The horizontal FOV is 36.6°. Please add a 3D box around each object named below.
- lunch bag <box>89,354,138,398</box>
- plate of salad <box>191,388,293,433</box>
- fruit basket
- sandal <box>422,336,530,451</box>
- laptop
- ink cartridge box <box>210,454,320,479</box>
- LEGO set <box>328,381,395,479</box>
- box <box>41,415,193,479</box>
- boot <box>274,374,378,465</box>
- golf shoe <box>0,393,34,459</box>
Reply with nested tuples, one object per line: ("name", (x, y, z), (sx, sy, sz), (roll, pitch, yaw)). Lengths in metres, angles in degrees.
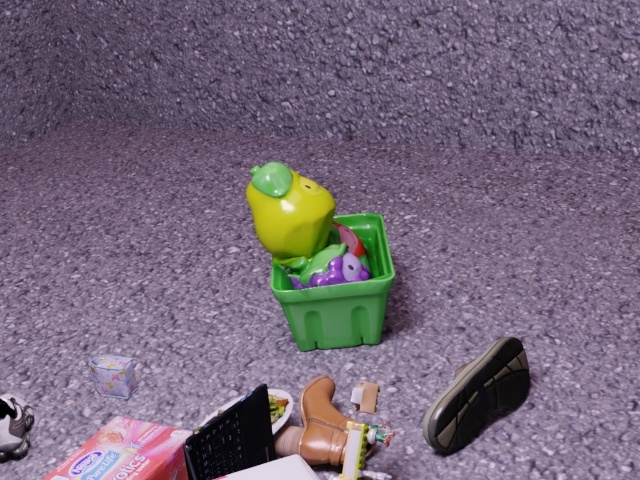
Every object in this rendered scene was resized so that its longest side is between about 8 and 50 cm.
("lunch bag", (-0.399, 0.259, 1.853), (0.083, 0.071, 0.053), (2, 25, 19))
("plate of salad", (-0.141, 0.308, 1.654), (0.199, 0.048, 0.200), (-22, 20, 8))
("fruit basket", (0.000, 0.000, 2.002), (0.282, 0.392, 0.392), (-5, 23, 1))
("sandal", (0.262, 0.253, 1.666), (0.302, 0.120, 0.086), (-26, 16, -39))
("laptop", (-0.101, 0.368, 1.312), (0.136, 0.234, 0.264), (13, 29, 35))
("ink cartridge box", (-0.082, 0.421, 1.121), (0.207, 0.283, 0.117), (-13, 20, -18))
("LEGO set", (0.076, 0.353, 1.439), (0.107, 0.132, 0.287), (7, 47, 16))
("box", (-0.317, 0.401, 1.404), (0.154, 0.142, 0.300), (6, 25, 26))
("boot", (0.029, 0.311, 1.635), (0.152, 0.073, 0.197), (4, 37, 25))
("golf shoe", (-0.561, 0.310, 1.744), (0.077, 0.094, 0.198), (-14, 23, -17))
